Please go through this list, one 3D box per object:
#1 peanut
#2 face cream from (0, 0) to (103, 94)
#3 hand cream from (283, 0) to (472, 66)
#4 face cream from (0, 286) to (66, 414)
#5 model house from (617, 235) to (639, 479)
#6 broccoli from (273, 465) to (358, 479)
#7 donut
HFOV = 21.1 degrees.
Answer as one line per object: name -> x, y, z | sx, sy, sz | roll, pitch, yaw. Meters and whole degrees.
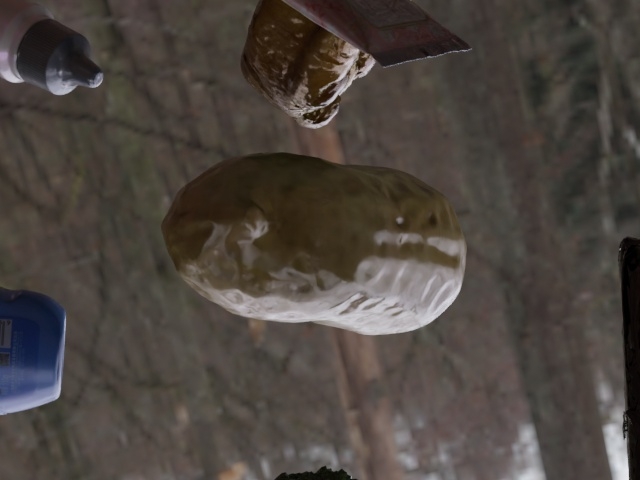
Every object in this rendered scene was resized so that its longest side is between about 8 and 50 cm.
peanut -> 0.000, 0.000, 1.679 | 0.192, 0.170, 0.387 | 9, 179, 37
face cream -> -0.355, -0.231, 1.862 | 0.311, 0.092, 0.092 | 25, -144, 26
hand cream -> -0.021, -0.142, 0.842 | 0.209, 0.043, 0.067 | 40, -146, 29
face cream -> -0.405, 0.115, 1.824 | 0.263, 0.149, 0.083 | 4, -162, -7
model house -> 0.399, 0.169, 1.452 | 0.282, 0.317, 0.297 | -3, 164, 9
broccoli -> 0.033, 0.307, 1.376 | 0.270, 0.270, 0.270 | -8, -166, -19
donut -> 0.012, -0.226, 1.723 | 0.113, 0.227, 0.226 | 34, -149, 7
